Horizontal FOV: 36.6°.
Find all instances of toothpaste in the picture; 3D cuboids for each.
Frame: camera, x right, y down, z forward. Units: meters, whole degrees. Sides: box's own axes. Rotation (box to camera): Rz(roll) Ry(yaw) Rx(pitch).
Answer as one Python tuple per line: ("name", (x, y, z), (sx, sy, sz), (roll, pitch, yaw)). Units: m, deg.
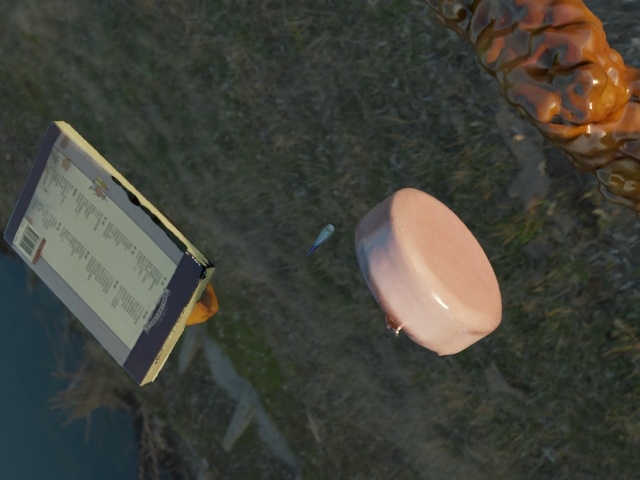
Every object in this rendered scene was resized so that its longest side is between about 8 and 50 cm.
("toothpaste", (0.000, 0.000, 1.426), (0.015, 0.024, 0.083), (46, 146, 5))

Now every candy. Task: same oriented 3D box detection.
("candy", (0.154, 0.046, 1.373), (0.094, 0.255, 0.255), (-37, 78, 29))

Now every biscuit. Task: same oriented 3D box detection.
("biscuit", (0.240, -0.153, 0.927), (0.110, 0.312, 0.318), (-45, 45, 17))

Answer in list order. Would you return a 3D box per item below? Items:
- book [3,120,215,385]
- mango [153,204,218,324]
("book", (-0.213, 0.011, 0.955), (0.231, 0.026, 0.157), (43, 121, 18))
("mango", (-0.268, 0.031, 1.536), (0.166, 0.136, 0.236), (57, 168, 42))
